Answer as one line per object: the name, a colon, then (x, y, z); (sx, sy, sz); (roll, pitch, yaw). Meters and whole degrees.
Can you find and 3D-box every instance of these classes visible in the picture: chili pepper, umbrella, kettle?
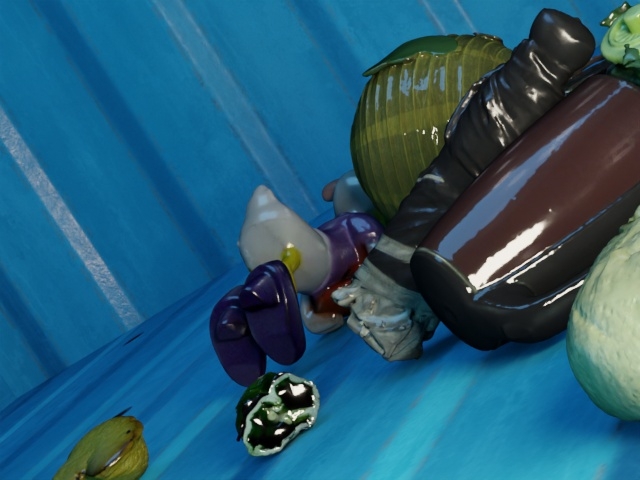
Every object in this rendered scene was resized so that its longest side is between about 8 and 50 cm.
chili pepper: (-0.058, 0.164, 1.764); (0.088, 0.059, 0.227); (-39, 4, -10)
umbrella: (0.139, -0.046, 1.614); (0.106, 0.113, 0.357); (8, -57, -42)
kettle: (0.196, -0.004, 1.462); (0.232, 0.144, 0.202); (-40, 33, -17)

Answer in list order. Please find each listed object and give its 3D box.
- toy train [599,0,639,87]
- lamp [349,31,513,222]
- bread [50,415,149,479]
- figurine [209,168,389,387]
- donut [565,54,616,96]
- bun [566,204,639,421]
toy train: (0.365, -0.170, 1.538); (0.272, 0.159, 0.188); (-41, 25, -6)
lamp: (0.174, -0.121, 2.056); (0.284, 0.250, 0.250); (-11, 14, 25)
bread: (-0.247, 0.263, 2.004); (0.149, 0.065, 0.188); (-47, 14, -26)
figurine: (0.000, 0.006, 2.157); (0.154, 0.193, 0.421); (-33, -1, 39)
donut: (0.241, -0.081, 1.819); (0.345, 0.136, 0.259); (-36, 4, -41)
bun: (0.233, 0.013, 1.063); (0.221, 0.108, 0.221); (-32, 5, 3)
